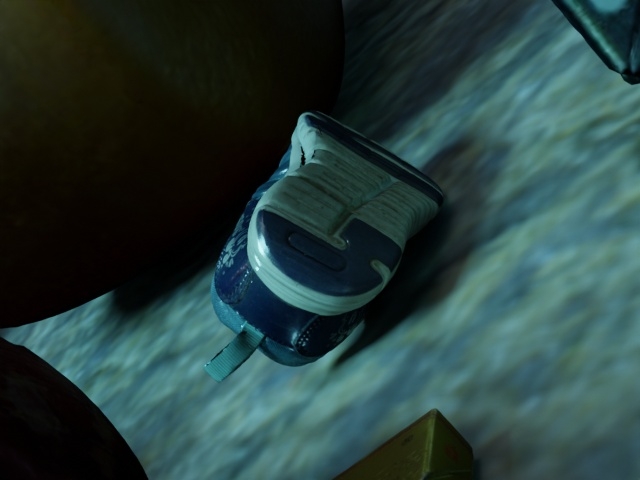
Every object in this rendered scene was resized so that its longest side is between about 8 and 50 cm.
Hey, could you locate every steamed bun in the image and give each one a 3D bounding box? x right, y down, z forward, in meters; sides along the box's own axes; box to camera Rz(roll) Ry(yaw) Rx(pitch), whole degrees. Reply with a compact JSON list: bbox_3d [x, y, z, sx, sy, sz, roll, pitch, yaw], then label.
[{"bbox_3d":[-0.124,-0.106,0.911,0.235,0.248,0.379,-34,8,20],"label":"steamed bun"}]

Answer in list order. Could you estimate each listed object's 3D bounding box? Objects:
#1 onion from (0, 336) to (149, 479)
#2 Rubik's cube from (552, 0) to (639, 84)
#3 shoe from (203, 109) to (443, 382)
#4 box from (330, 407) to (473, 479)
[{"bbox_3d":[-0.146,0.122,0.469,0.221,0.281,0.281,20,58,35],"label":"onion"},{"bbox_3d":[0.134,-0.242,0.655,0.248,0.246,0.250,-35,18,25],"label":"Rubik's cube"},{"bbox_3d":[0.000,0.000,0.701,0.071,0.064,0.143,-55,4,27],"label":"shoe"},{"bbox_3d":[-0.001,0.109,0.483,0.089,0.022,0.156,-35,18,21],"label":"box"}]
